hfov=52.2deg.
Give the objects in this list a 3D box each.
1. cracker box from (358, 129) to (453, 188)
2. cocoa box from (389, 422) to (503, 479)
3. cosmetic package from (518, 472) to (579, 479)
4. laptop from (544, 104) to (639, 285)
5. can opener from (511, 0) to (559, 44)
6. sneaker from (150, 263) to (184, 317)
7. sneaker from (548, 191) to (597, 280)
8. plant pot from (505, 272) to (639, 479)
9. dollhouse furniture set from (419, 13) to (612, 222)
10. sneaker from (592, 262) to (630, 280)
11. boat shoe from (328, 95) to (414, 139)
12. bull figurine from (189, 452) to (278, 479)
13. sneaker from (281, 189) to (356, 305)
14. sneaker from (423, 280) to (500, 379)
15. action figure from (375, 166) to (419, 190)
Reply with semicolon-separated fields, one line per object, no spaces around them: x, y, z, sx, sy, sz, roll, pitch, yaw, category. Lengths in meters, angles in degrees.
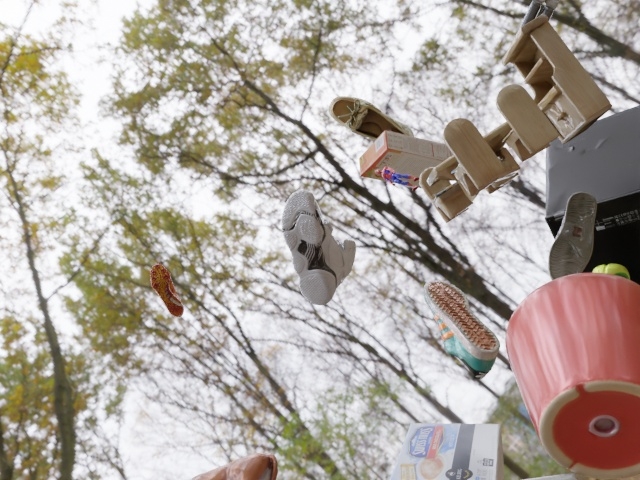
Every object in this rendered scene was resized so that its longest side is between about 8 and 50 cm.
0.245;-0.222;1.834;0.232;0.067;0.156;9;-27;-23;cracker box
0.296;0.584;1.481;0.347;0.228;0.231;-24;-71;-72;cocoa box
0.322;0.574;0.996;0.217;0.385;0.156;-10;-25;5;cosmetic package
0.807;-0.106;1.684;0.382;0.408;0.236;-19;14;42;laptop
0.615;-0.643;1.840;0.280;0.074;0.093;-67;-14;21;can opener
-0.462;0.154;1.955;0.064;0.175;0.067;-22;-7;-15;sneaker
0.562;0.015;1.443;0.222;0.083;0.118;-65;-28;-19;sneaker
0.443;0.225;1.059;0.243;0.275;0.275;-65;-2;-60;plant pot
0.395;-0.274;1.474;0.394;0.256;0.362;-32;-9;-4;dollhouse furniture set
0.734;0.182;1.599;0.295;0.109;0.123;46;-129;-30;sneaker
0.157;-0.365;2.007;0.089;0.285;0.105;-54;-13;-77;boat shoe
-0.210;0.516;1.271;0.310;0.101;0.188;-36;22;25;bull figurine
0.000;0.000;2.041;0.210;0.137;0.366;-37;-61;-55;sneaker
0.340;0.225;1.664;0.108;0.302;0.121;-5;-55;-19;sneaker
0.174;-0.147;1.521;0.030;0.115;0.038;-28;-52;-37;action figure
